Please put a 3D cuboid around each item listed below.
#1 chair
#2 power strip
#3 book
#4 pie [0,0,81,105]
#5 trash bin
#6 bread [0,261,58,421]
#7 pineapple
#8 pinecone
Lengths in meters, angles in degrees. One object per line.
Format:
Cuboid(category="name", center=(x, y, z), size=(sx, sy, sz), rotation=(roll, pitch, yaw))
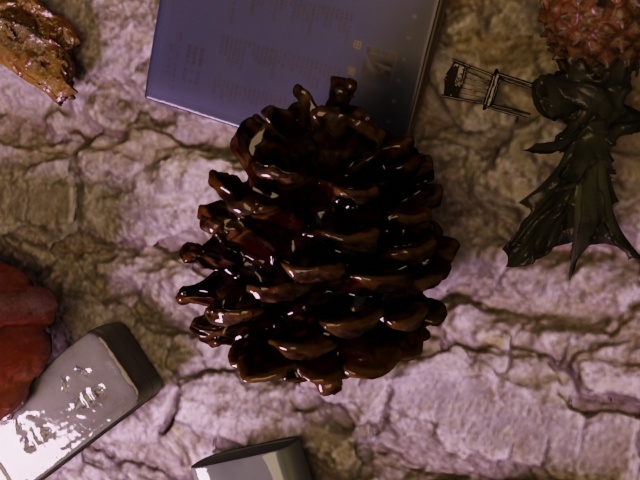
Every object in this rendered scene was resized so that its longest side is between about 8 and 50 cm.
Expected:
Cuboid(category="chair", center=(0.145, -0.132, 0.915), size=(0.086, 0.042, 0.037), rotation=(19, 99, 16))
Cuboid(category="power strip", center=(-0.297, 0.198, 1.111), size=(0.288, 0.053, 0.093), rotation=(-38, 84, 19))
Cuboid(category="book", center=(-0.028, -0.185, 0.968), size=(0.269, 0.025, 0.190), rotation=(19, 111, 16))
Cuboid(category="pie", center=(-0.301, -0.204, 1.068), size=(0.170, 0.034, 0.092), rotation=(33, 109, 18))
Cuboid(category="trash bin", center=(-0.056, 0.269, 1.032), size=(0.116, 0.059, 0.129), rotation=(-17, 90, 20))
Cuboid(category="bread", center=(-0.405, 0.096, 1.072), size=(0.244, 0.123, 0.190), rotation=(22, 96, 30))
Cuboid(category="pineapple", center=(0.218, -0.108, 0.846), size=(0.119, 0.130, 0.277), rotation=(6, 100, 17))
Cuboid(category="pinecone", center=(0.003, 0.003, 0.887), size=(0.244, 0.243, 0.257), rotation=(12, 81, 17))
